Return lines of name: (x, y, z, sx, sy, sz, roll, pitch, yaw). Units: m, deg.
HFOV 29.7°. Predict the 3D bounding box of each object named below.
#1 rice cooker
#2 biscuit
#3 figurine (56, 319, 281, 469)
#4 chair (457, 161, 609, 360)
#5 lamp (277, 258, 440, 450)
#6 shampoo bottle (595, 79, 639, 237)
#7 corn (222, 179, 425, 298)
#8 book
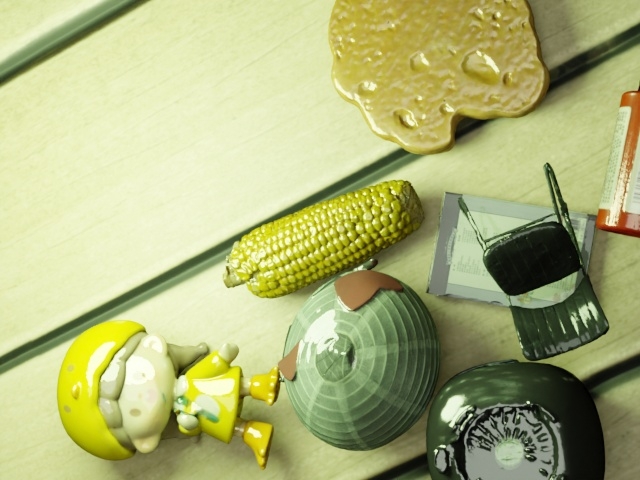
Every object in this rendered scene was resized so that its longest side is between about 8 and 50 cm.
rice cooker: (0.269, 0.288, 1.677, 0.267, 0.224, 0.267, -1, 88, 17)
biscuit: (0.169, -0.292, 1.816, 0.312, 0.057, 0.351, -42, 76, 10)
figurine: (-0.235, 0.244, 1.848, 0.344, 0.187, 0.215, 11, 81, 10)
chair: (0.294, 0.033, 1.655, 0.140, 0.145, 0.221, -22, 49, 13)
lamp: (0.058, 0.168, 1.739, 0.233, 0.233, 0.265, 31, 91, 15)
shampoo bottle: (0.465, -0.143, 1.702, 0.104, 0.104, 0.278, 12, 91, 16)
corn: (0.000, 0.000, 1.820, 0.322, 0.119, 0.119, -25, 81, 13)
book: (0.282, 0.022, 1.790, 0.231, 0.026, 0.157, 10, 88, 15)
